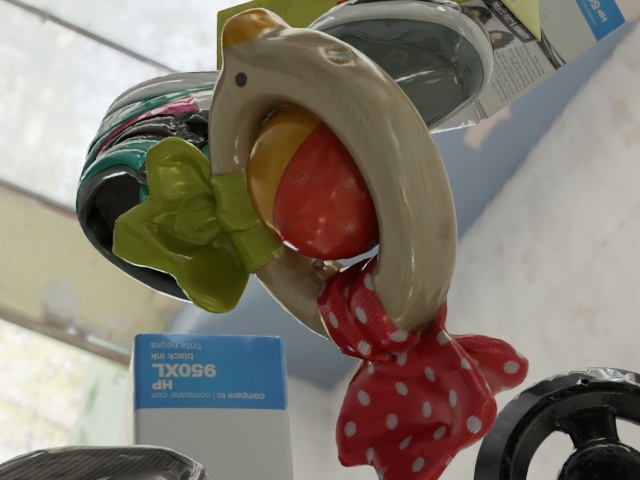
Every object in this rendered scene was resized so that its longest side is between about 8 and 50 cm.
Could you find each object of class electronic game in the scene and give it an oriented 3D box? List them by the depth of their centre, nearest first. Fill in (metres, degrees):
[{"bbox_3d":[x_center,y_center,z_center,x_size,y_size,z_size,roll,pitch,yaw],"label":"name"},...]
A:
[{"bbox_3d":[0.243,0.214,1.111,0.048,0.229,0.229,84,17,-61],"label":"electronic game"}]

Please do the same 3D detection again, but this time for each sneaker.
[{"bbox_3d":[-0.039,-0.049,0.827,0.295,0.124,0.178,-16,-145,27],"label":"sneaker"}]

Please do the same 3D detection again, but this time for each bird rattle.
[{"bbox_3d":[0.000,0.000,0.665,0.253,0.143,0.207,47,-33,38],"label":"bird rattle"}]

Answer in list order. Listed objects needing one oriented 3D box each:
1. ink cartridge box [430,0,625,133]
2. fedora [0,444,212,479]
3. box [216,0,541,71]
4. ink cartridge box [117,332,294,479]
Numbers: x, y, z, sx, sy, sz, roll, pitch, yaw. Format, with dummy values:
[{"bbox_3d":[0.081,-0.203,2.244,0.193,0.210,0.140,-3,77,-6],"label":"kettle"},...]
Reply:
[{"bbox_3d":[0.185,-0.197,1.353,0.203,0.086,0.148,-34,-169,-23],"label":"ink cartridge box"},{"bbox_3d":[-0.150,0.213,0.858,0.243,0.275,0.124,25,-62,44],"label":"fedora"},{"bbox_3d":[0.040,-0.160,0.980,0.232,0.087,0.058,-11,-111,27],"label":"box"},{"bbox_3d":[-0.124,0.334,1.355,0.285,0.166,0.395,108,-19,-51],"label":"ink cartridge box"}]
